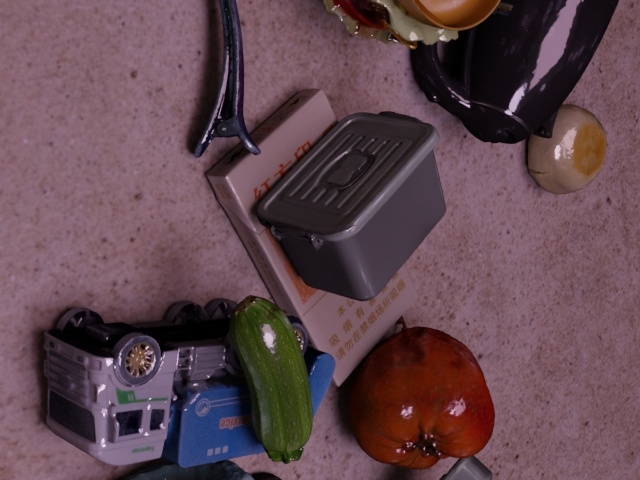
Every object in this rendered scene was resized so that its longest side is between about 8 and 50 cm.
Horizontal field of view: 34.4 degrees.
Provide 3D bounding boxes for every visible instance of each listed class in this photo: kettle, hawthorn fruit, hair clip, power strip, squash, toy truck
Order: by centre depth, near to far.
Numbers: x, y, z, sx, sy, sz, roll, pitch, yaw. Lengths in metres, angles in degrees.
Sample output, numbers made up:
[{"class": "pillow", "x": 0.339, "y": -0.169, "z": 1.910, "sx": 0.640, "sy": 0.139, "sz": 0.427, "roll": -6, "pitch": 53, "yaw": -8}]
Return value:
[{"class": "squash", "x": -0.052, "y": 0.160, "z": 1.177, "sx": 0.077, "sy": 0.068, "sz": 0.219, "roll": -19, "pitch": 116, "yaw": -21}, {"class": "toy truck", "x": -0.148, "y": 0.165, "z": 1.235, "sx": 0.367, "sy": 0.146, "sz": 0.175, "roll": 1, "pitch": 98, "yaw": -44}, {"class": "hair clip", "x": -0.119, "y": -0.241, "z": 1.272, "sx": 0.048, "sy": 0.083, "sz": 0.275, "roll": -20, "pitch": 108, "yaw": -83}, {"class": "hawthorn fruit", "x": 0.141, "y": 0.205, "z": 1.503, "sx": 0.207, "sy": 0.207, "sz": 0.243, "roll": 43, "pitch": 29, "yaw": -38}, {"class": "power strip", "x": 0.157, "y": 0.432, "z": 1.550, "sx": 0.265, "sy": 0.059, "sz": 0.193, "roll": -51, "pitch": 165, "yaw": 2}, {"class": "kettle", "x": 0.278, "y": -0.298, "z": 1.576, "sx": 0.268, "sy": 0.207, "sz": 0.290, "roll": 27, "pitch": 84, "yaw": -12}]

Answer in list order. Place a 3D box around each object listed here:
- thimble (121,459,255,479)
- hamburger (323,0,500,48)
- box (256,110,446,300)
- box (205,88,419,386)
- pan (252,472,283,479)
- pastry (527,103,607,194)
[{"class": "thimble", "x": -0.163, "y": 0.357, "z": 1.196, "sx": 0.235, "sy": 0.198, "sz": 0.143, "roll": -18, "pitch": 110, "yaw": -10}, {"class": "hamburger", "x": 0.102, "y": -0.391, "z": 1.358, "sx": 0.274, "sy": 0.212, "sz": 0.274, "roll": -11, "pitch": 106, "yaw": -42}, {"class": "box", "x": 0.052, "y": -0.042, "z": 1.326, "sx": 0.243, "sy": 0.163, "sz": 0.135, "roll": -48, "pitch": 133, "yaw": -30}, {"class": "box", "x": 0.000, "y": -0.001, "z": 1.418, "sx": 0.204, "sy": 0.051, "sz": 0.365, "roll": -45, "pitch": 123, "yaw": -29}, {"class": "pan", "x": -0.102, "y": 0.338, "z": 1.370, "sx": 0.115, "sy": 0.040, "sz": 0.212, "roll": -57, "pitch": 129, "yaw": -30}, {"class": "pastry", "x": 0.424, "y": -0.156, "z": 1.778, "sx": 0.156, "sy": 0.092, "sz": 0.156, "roll": -5, "pitch": 99, "yaw": -35}]
